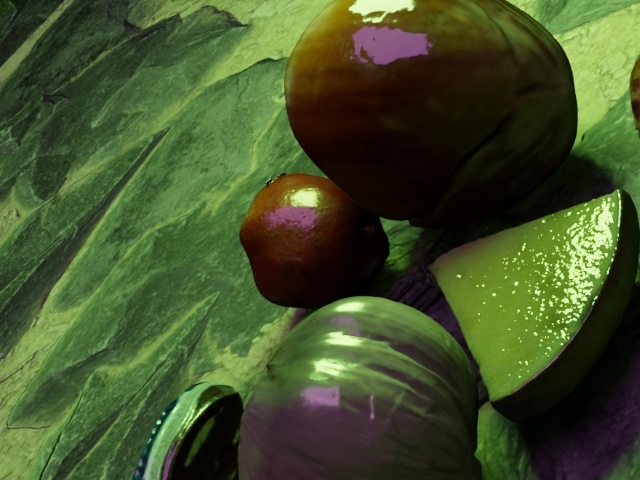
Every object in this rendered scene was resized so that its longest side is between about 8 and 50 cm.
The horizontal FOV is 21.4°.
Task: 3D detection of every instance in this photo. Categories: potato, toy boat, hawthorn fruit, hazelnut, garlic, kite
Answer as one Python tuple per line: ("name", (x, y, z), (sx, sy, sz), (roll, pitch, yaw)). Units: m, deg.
("potato", (0.233, 0.103, 1.840), (0.269, 0.112, 0.255), (-23, 36, 35))
("toy boat", (-0.175, 0.276, 2.097), (0.115, 0.114, 0.262), (-18, 35, 45))
("hawthorn fruit", (0.000, 0.000, 2.209), (0.202, 0.185, 0.185), (-8, 42, 41))
("hazelnut", (0.139, -0.181, 2.092), (0.372, 0.372, 0.316), (-4, 74, 49))
("garlic", (0.049, 0.199, 1.775), (0.317, 0.259, 0.317), (-63, -3, -6))
("kite", (0.140, 0.047, 2.137), (0.245, 0.015, 0.141), (-44, 25, -8))

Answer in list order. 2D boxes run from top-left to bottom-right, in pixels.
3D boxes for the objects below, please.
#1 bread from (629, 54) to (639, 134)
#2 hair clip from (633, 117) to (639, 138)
("bread", (0.467, -0.164, 1.746), (0.312, 0.312, 0.172), (-11, 3, 44))
("hair clip", (0.455, -0.154, 2.002), (0.172, 0.049, 0.049), (-14, 37, 33))
